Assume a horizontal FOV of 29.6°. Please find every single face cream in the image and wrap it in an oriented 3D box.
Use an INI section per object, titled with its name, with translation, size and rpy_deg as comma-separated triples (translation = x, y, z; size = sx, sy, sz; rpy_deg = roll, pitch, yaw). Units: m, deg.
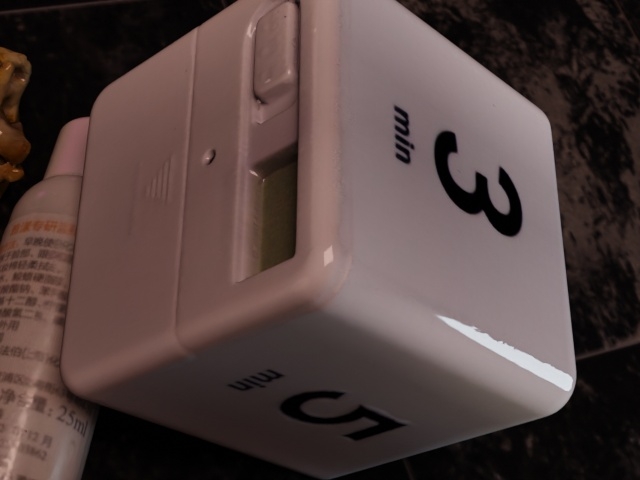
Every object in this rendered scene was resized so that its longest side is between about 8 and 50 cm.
[face cream]
translation = -0.151, 0.048, 0.676
size = 0.082, 0.082, 0.269
rpy_deg = 17, 58, -9

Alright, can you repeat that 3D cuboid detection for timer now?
[timer]
translation = 0.000, 0.000, 0.651
size = 0.195, 0.194, 0.192
rpy_deg = 28, 50, -40

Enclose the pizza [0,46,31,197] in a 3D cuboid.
[pizza]
translation = -0.387, 0.016, 0.616
size = 0.392, 0.080, 0.434
rpy_deg = 19, 56, -8
